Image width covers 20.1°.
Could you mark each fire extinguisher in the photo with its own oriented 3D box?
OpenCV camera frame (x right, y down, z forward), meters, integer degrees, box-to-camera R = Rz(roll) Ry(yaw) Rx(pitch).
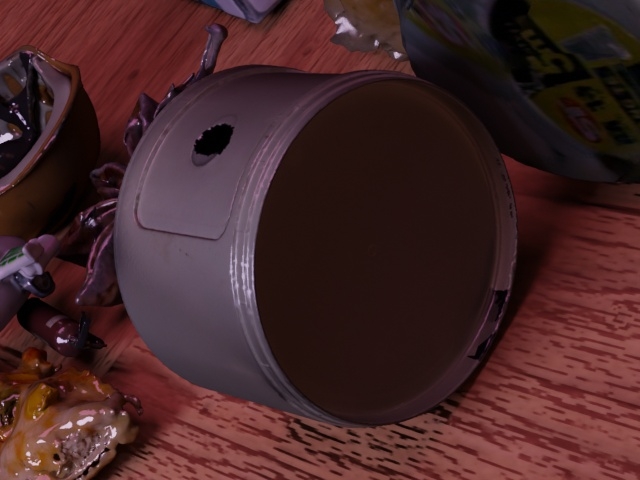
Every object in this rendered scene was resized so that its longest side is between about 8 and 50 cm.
[{"bbox_3d":[-0.206,0.075,1.460,0.035,0.049,0.173,-44,20,-12],"label":"fire extinguisher"}]

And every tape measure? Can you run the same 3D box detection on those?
[{"bbox_3d":[0.172,-0.153,1.137,0.262,0.259,0.138,-8,44,52],"label":"tape measure"}]

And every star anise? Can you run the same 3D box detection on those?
[{"bbox_3d":[-0.126,-0.053,1.504,0.230,0.081,0.262,9,69,60],"label":"star anise"}]

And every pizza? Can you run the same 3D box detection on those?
[{"bbox_3d":[-0.255,0.162,1.403,0.297,0.071,0.189,0,50,46],"label":"pizza"}]

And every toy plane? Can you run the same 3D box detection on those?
[{"bbox_3d":[-0.287,0.046,1.482,0.174,0.080,0.174,-36,11,8],"label":"toy plane"}]

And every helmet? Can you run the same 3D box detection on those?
[{"bbox_3d":[-0.285,-0.068,1.649,0.224,0.130,0.198,-6,50,29],"label":"helmet"}]

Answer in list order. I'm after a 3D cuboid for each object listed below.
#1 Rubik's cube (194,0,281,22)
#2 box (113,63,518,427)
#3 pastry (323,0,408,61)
[{"bbox_3d":[-0.100,-0.392,1.713,0.256,0.259,0.253,-48,31,-10],"label":"Rubik's cube"},{"bbox_3d":[0.000,0.000,1.174,0.149,0.226,0.226,9,58,51],"label":"box"},{"bbox_3d":[0.126,-0.290,1.463,0.329,0.136,0.330,-29,34,22],"label":"pastry"}]
